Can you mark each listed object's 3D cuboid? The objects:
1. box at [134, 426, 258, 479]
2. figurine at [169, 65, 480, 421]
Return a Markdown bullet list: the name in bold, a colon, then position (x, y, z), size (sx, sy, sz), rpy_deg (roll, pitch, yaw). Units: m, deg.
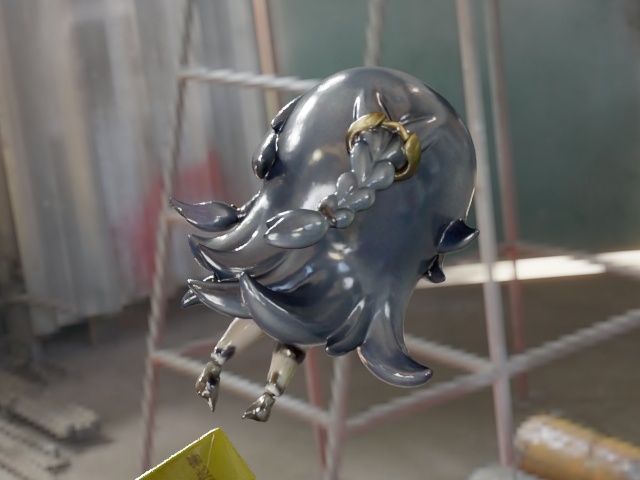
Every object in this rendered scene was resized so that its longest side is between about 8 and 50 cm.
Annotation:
- **box**: position (-0.141, 0.275, 1.311), size (0.279, 0.153, 0.041), rpy_deg (-30, -9, -36)
- **figurine**: position (0.013, -0.006, 1.219), size (0.197, 0.175, 0.265), rpy_deg (-24, 39, 41)
